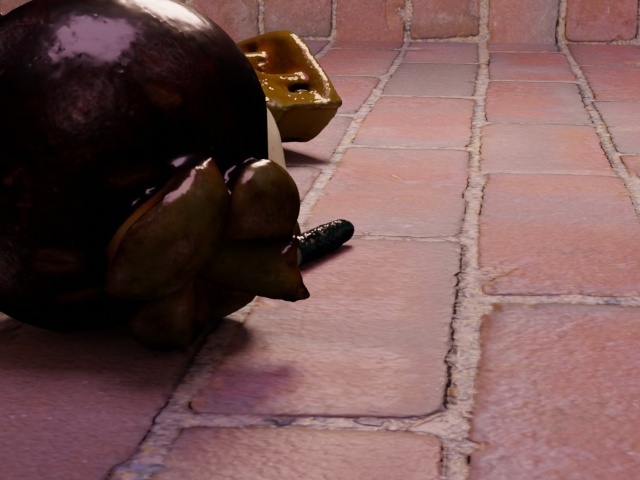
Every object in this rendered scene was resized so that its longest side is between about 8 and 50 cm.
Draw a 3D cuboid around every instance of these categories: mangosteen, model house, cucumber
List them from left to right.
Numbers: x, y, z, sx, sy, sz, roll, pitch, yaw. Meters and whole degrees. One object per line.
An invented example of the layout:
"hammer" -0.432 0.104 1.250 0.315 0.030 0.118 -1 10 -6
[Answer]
"mangosteen" -0.158 -0.048 1.122 0.347 0.307 0.307 41 32 21
"model house" -0.136 -0.218 1.943 0.239 0.173 0.268 -7 2 -34
"cucumber" 0.000 0.000 1.397 0.032 0.032 0.133 7 17 27

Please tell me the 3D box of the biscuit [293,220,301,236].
"biscuit" -0.141 -0.005 1.407 0.215 0.034 0.182 -8 13 -22

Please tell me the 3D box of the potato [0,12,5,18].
"potato" -0.470 -0.144 1.683 0.266 0.229 0.229 -27 26 -30

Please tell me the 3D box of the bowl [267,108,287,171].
"bowl" -0.177 -0.139 1.740 0.277 0.145 0.277 1 12 0
